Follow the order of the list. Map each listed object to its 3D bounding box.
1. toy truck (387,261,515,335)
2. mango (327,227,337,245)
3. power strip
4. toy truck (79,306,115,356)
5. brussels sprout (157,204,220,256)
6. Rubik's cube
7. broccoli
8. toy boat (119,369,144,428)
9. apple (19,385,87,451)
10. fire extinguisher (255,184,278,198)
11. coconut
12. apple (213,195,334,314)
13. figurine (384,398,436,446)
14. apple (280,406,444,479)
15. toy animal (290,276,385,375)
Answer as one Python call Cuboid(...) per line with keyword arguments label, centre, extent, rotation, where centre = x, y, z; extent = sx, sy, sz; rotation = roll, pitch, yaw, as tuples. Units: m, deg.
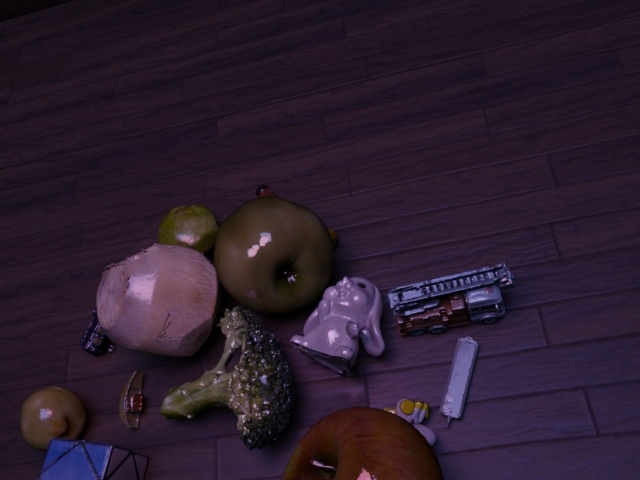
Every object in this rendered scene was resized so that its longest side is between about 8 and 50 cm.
Cuboid(label="toy truck", centre=(0.362, 0.153, 1.662), extent=(0.339, 0.184, 0.132), rotation=(-12, 60, 10))
Cuboid(label="mango", centre=(0.000, 0.000, 1.929), extent=(0.114, 0.057, 0.078), rotation=(-9, 70, 18))
Cuboid(label="power strip", centre=(0.370, 0.378, 1.627), extent=(0.060, 0.027, 0.252), rotation=(12, 66, 21))
Cuboid(label="toy truck", centre=(-0.695, 0.278, 1.966), extent=(0.092, 0.083, 0.192), rotation=(11, 67, 27))
Cuboid(label="brussels sprout", centre=(-0.432, -0.024, 2.007), extent=(0.223, 0.161, 0.223), rotation=(-10, 58, 17))
Cuboid(label="Rubik's cube", centre=(-0.626, 0.664, 1.660), extent=(0.205, 0.207, 0.204), rotation=(0, 63, 18))
Cuboid(label="broccoli", centre=(-0.242, 0.437, 1.676), extent=(0.397, 0.275, 0.353), rotation=(-42, 37, -1))
Cuboid(label="toy boat", centre=(-0.560, 0.477, 1.827), extent=(0.066, 0.065, 0.172), rotation=(-14, 63, 24))
Cuboid(label="apple", centre=(-0.792, 0.525, 1.802), extent=(0.200, 0.200, 0.200), rotation=(-7, 60, 13))
Cuboid(label="fire extinguisher", centre=(-0.148, -0.121, 2.047), extent=(0.062, 0.050, 0.177), rotation=(-17, 50, -40))
Cuboid(label="coconut", centre=(-0.458, 0.176, 1.811), extent=(0.346, 0.360, 0.346), rotation=(-23, 60, 46))
Cuboid(label="apple", centre=(-0.142, 0.040, 1.786), extent=(0.358, 0.357, 0.357), rotation=(-7, 60, 13))
Cuboid(label="figurine", centre=(0.236, 0.498, 1.575), extent=(0.130, 0.109, 0.178), rotation=(-31, 54, 30))
Cuboid(label="apple", centre=(0.101, 0.590, 1.399), extent=(0.400, 0.333, 0.400), rotation=(-35, 27, 21))
Cuboid(label="toy animal", centre=(0.077, 0.244, 1.709), extent=(0.289, 0.174, 0.249), rotation=(-46, 48, -9))
